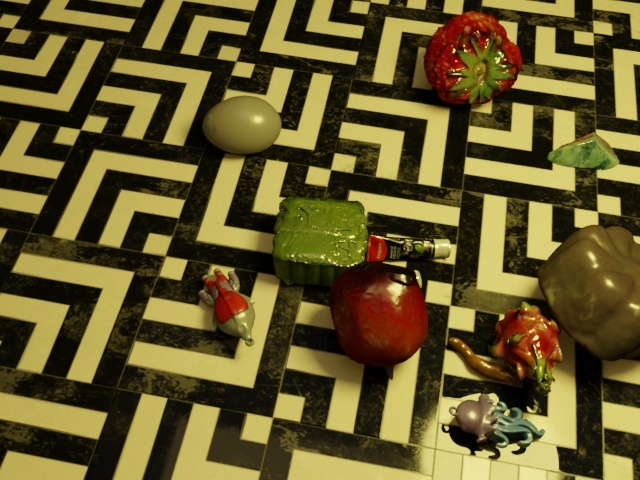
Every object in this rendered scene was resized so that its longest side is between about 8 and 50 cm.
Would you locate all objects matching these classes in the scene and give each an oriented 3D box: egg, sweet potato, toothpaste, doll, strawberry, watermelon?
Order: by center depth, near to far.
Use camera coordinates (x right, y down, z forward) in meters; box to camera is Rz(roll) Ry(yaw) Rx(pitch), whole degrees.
[{"bbox_3d":[0.353,0.367,1.501,0.205,0.067,0.110,17,42,-3],"label":"doll"},{"bbox_3d":[0.345,0.263,1.583,0.179,0.044,0.044,29,60,25],"label":"sweet potato"},{"bbox_3d":[-0.196,0.146,1.628,0.102,0.075,0.227,-35,52,-6],"label":"doll"},{"bbox_3d":[0.202,0.021,1.736,0.193,0.071,0.045,1,29,-6],"label":"toothpaste"},{"bbox_3d":[-0.197,-0.289,1.880,0.198,0.146,0.147,0,56,7],"label":"egg"},{"bbox_3d":[0.675,-0.232,1.922,0.180,0.081,0.094,-6,31,-12],"label":"watermelon"},{"bbox_3d":[0.390,-0.487,1.994,0.238,0.250,0.288,-36,33,14],"label":"strawberry"}]

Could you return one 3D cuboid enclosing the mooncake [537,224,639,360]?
[{"bbox_3d":[0.613,0.099,1.573,0.305,0.154,0.306,21,40,-18],"label":"mooncake"}]

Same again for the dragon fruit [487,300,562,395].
[{"bbox_3d":[0.425,0.222,1.533,0.137,0.135,0.236,25,33,-1],"label":"dragon fruit"}]

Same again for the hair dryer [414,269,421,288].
[{"bbox_3d":[0.190,0.133,1.667,0.081,0.047,0.137,-6,62,-6],"label":"hair dryer"}]

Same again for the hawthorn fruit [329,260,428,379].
[{"bbox_3d":[0.126,0.164,1.553,0.215,0.215,0.250,-17,93,-12],"label":"hawthorn fruit"}]

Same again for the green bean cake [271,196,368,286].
[{"bbox_3d":[0.000,0.000,1.709,0.214,0.113,0.201,5,53,2],"label":"green bean cake"}]
